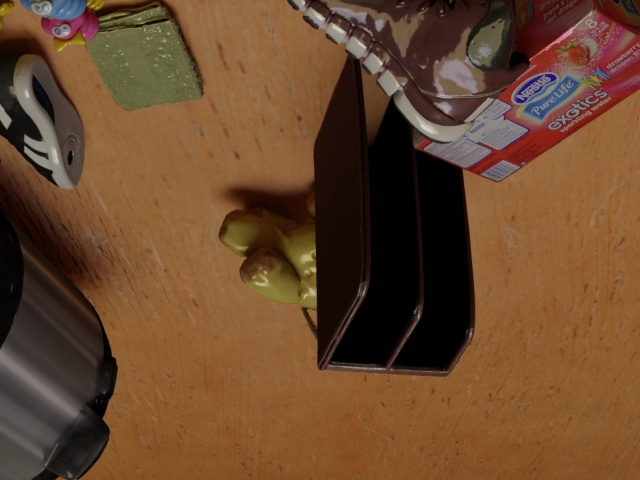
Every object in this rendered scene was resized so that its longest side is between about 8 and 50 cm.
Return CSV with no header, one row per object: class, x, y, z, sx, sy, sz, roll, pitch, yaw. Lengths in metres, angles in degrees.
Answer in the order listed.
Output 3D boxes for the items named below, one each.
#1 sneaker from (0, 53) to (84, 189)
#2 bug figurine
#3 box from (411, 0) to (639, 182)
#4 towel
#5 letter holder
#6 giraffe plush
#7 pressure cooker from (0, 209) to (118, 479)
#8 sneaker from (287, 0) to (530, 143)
sneaker,-0.351,-0.139,1.162,0.121,0.079,0.217,6,149,7
bug figurine,-0.309,-0.200,0.950,0.279,0.072,0.216,-12,-174,14
box,0.218,-0.183,1.045,0.128,0.123,0.257,18,144,-30
towel,-0.192,-0.196,1.104,0.110,0.027,0.148,-8,148,9
letter holder,0.086,-0.033,1.120,0.152,0.302,0.214,5,149,-10
giraffe plush,0.000,0.000,1.327,0.170,0.210,0.181,-46,164,21
pressure cooker,-0.482,0.163,1.374,0.375,0.370,0.420,-17,149,6
sneaker,0.084,-0.234,0.938,0.281,0.106,0.162,42,123,-16
